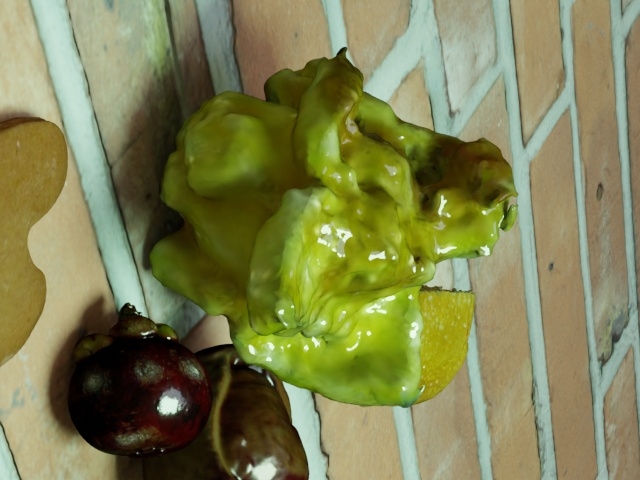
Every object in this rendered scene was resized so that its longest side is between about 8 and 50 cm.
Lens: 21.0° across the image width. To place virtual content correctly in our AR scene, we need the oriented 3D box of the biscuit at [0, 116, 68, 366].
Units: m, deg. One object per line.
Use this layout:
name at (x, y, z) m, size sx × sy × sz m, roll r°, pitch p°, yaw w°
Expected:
biscuit at (-0.252, 0.004, 1.380) m, size 0.186 × 0.036 × 0.192 m, roll -41°, pitch 134°, yaw -55°

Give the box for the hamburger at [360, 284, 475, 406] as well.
hamburger at (0.061, 0.111, 1.932) m, size 0.283 × 0.144 × 0.157 m, roll 3°, pitch 103°, yaw -59°

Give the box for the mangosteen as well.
mangosteen at (-0.161, 0.123, 1.520) m, size 0.140 × 0.140 × 0.140 m, roll -31°, pitch 125°, yaw -57°

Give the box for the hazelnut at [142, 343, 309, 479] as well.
hazelnut at (-0.085, 0.195, 1.630) m, size 0.170 × 0.160 × 0.202 m, roll 77°, pitch 28°, yaw -63°

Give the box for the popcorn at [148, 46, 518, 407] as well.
popcorn at (-0.010, 0.005, 1.596) m, size 0.321 × 0.290 × 0.326 m, roll -35°, pitch 108°, yaw -35°
